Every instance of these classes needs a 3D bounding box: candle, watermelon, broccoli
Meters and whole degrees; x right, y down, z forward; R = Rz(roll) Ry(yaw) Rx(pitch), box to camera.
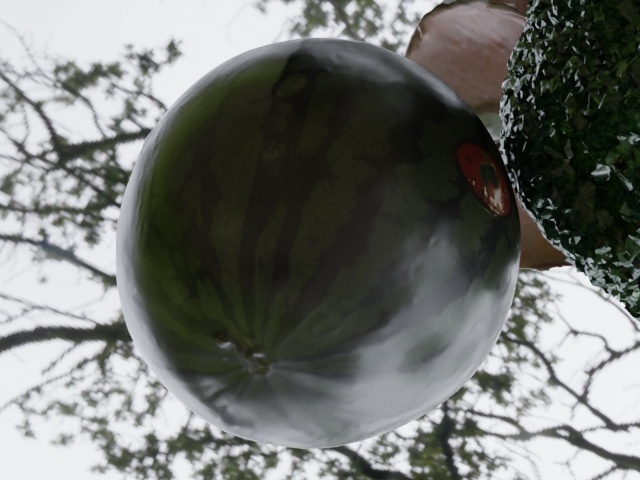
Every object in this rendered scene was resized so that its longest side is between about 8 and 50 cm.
[{"bbox_3d":[0.199,-0.099,1.071,0.287,0.317,0.131,33,-129,15],"label":"candle"},{"bbox_3d":[0.000,0.000,0.571,0.212,0.212,0.212,-19,-124,31],"label":"watermelon"},{"bbox_3d":[0.222,-0.084,0.559,0.275,0.308,0.308,-5,-117,21],"label":"broccoli"}]
